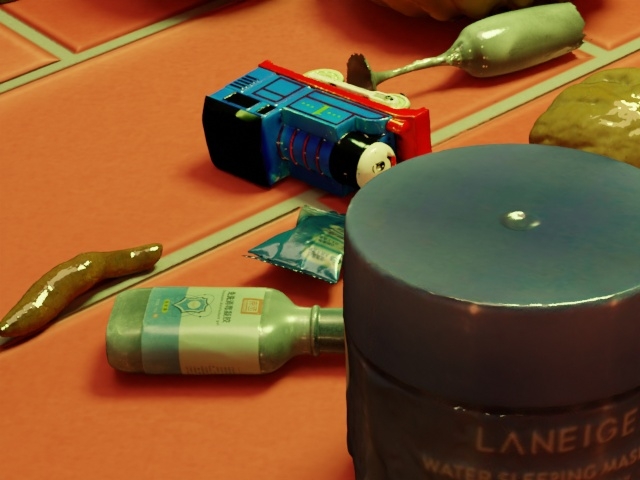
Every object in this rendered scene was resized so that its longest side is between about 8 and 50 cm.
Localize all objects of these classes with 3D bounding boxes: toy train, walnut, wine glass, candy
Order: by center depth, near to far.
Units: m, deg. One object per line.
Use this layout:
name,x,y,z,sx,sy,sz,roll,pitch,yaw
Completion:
walnut,0.269,-0.078,1.738,0.166,0.149,0.166,2,-1,0
candy,-0.001,0.000,1.739,0.088,0.038,0.136,14,27,21
toy train,0.000,-0.098,1.852,0.204,0.082,0.131,23,41,39
wine glass,0.153,-0.188,1.992,0.262,0.074,0.074,-17,34,-21

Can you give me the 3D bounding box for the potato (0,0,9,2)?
potato,-0.376,-0.439,2.256,0.330,0.280,0.213,-8,30,-8

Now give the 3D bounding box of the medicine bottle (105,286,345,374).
medicine bottle,-0.068,0.073,1.615,0.208,0.053,0.090,-1,31,6

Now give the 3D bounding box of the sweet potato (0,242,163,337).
sweet potato,-0.212,0.036,1.704,0.044,0.044,0.179,24,42,37

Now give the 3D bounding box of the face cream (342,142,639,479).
face cream,0.140,0.079,1.423,0.249,0.225,0.249,-2,30,1

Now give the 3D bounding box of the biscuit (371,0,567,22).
biscuit,0.175,-0.314,2.134,0.326,0.107,0.326,-5,22,2
